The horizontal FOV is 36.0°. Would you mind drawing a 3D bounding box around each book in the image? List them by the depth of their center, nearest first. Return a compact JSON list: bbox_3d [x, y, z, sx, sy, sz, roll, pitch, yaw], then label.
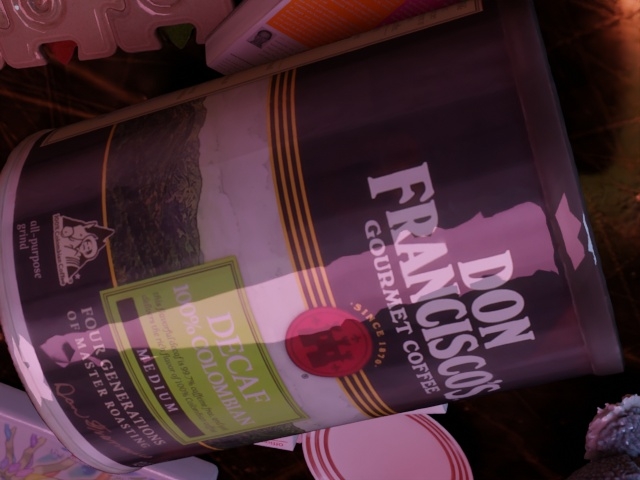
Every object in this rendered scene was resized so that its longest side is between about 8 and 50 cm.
[{"bbox_3d":[0.018,-0.125,0.549,0.096,0.035,0.144,25,133,-38],"label":"book"}]

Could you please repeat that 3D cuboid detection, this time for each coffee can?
[{"bbox_3d":[0.000,0.000,0.528,0.275,0.201,0.202,-15,118,15],"label":"coffee can"}]

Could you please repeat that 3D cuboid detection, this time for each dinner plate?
[{"bbox_3d":[0.052,0.171,0.764,0.141,0.017,0.141,12,124,19],"label":"dinner plate"}]

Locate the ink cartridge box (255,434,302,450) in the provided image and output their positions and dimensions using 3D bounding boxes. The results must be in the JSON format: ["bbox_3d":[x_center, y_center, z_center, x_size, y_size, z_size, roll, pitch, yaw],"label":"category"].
[{"bbox_3d":[-0.041,0.134,0.769,0.048,0.028,0.083,7,126,14],"label":"ink cartridge box"}]

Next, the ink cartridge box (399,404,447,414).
[{"bbox_3d":[0.020,0.064,0.657,0.135,0.099,0.056,-6,127,22],"label":"ink cartridge box"}]

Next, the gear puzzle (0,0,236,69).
[{"bbox_3d":[-0.126,-0.193,0.568,0.338,0.044,0.175,-4,120,17],"label":"gear puzzle"}]

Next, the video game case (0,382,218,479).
[{"bbox_3d":[-0.277,0.257,0.925,0.329,0.036,0.300,20,127,4],"label":"video game case"}]

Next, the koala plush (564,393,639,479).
[{"bbox_3d":[0.198,0.227,0.670,0.203,0.196,0.221,5,125,0],"label":"koala plush"}]
